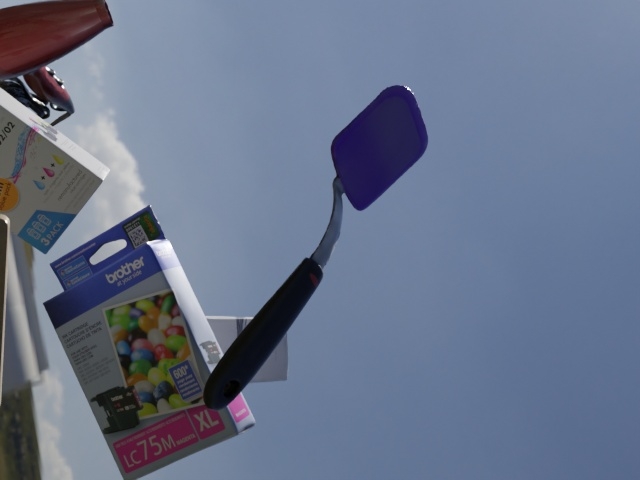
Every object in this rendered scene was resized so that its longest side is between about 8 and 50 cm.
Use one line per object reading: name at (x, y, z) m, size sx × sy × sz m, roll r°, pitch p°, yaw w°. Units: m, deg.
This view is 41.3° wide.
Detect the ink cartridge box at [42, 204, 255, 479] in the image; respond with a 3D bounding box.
ink cartridge box at (-0.232, 0.132, 1.084) m, size 0.186 × 0.065 × 0.311 m, roll -28°, pitch -97°, yaw 21°

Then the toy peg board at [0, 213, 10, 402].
toy peg board at (-0.329, 0.046, 0.666) m, size 0.079 × 0.161 × 0.160 m, roll -131°, pitch -133°, yaw -70°

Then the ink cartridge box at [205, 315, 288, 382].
ink cartridge box at (-0.219, 0.191, 1.458) m, size 0.207 × 0.283 × 0.117 m, roll -9°, pitch -101°, yaw 38°

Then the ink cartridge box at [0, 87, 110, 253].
ink cartridge box at (-0.326, -0.083, 0.881) m, size 0.104 × 0.181 × 0.061 m, roll -51°, pitch -166°, yaw 9°

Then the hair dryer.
hair dryer at (-0.365, -0.224, 1.062) m, size 0.294 × 0.224 × 0.080 m, roll -25°, pitch -97°, yaw 36°

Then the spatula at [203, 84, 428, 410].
spatula at (0.000, 0.000, 0.624) m, size 0.030 × 0.296 × 0.084 m, roll 11°, pitch -36°, yaw 33°
